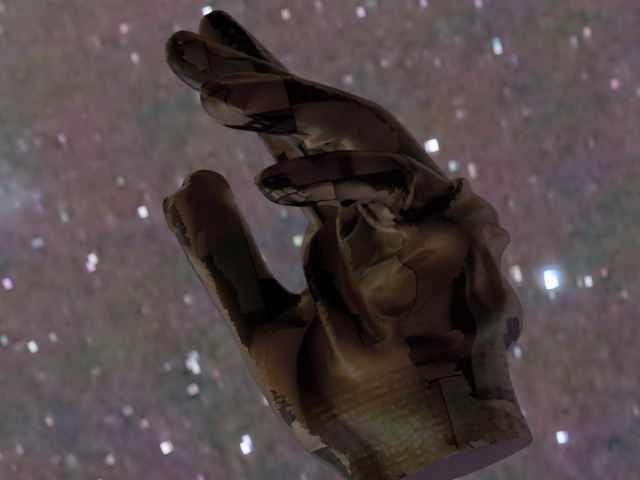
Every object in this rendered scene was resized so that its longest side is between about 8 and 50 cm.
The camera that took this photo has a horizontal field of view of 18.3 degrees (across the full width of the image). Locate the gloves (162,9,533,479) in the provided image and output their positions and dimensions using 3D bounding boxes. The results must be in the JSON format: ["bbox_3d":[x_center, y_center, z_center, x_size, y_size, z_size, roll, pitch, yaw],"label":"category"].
[{"bbox_3d":[0.008,-0.002,0.817,0.111,0.127,0.212,-13,-106,-19],"label":"gloves"}]
